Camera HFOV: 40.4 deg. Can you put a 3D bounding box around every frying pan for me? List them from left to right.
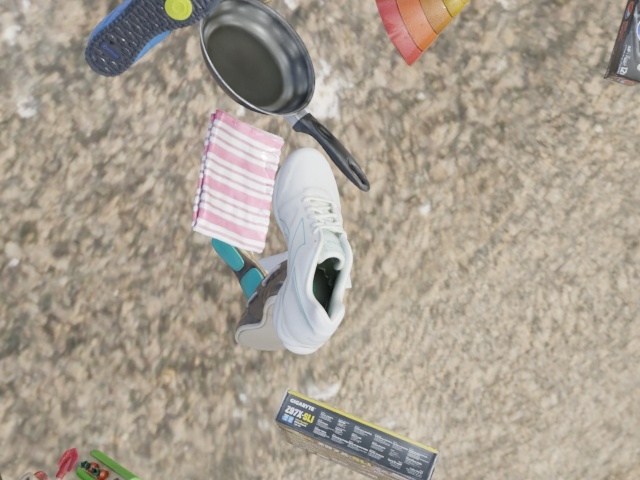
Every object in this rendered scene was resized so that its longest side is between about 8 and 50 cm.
[{"bbox_3d":[-0.043,-0.221,1.247,0.326,0.197,0.053,37,137,-23],"label":"frying pan"}]

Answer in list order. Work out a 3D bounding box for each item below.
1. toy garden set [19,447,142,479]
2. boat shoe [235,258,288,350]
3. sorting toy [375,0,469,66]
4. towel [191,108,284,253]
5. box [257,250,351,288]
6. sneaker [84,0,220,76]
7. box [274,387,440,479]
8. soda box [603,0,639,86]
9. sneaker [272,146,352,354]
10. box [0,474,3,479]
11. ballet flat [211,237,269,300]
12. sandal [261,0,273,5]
[{"bbox_3d":[-0.360,0.356,1.077,0.244,0.204,0.049,-53,127,-21],"label":"toy garden set"},{"bbox_3d":[-0.079,0.127,1.633,0.112,0.335,0.095,19,65,-10],"label":"boat shoe"},{"bbox_3d":[0.158,-0.418,1.324,0.126,0.365,0.127,-22,132,23],"label":"sorting toy"},{"bbox_3d":[-0.127,-0.090,1.355,0.144,0.029,0.197,20,73,-44],"label":"towel"},{"bbox_3d":[-0.040,0.075,1.929,0.171,0.130,0.091,-1,81,-41],"label":"box"},{"bbox_3d":[-0.195,-0.276,1.033,0.209,0.082,0.069,-29,122,24],"label":"sneaker"},{"bbox_3d":[0.075,0.419,1.772,0.322,0.257,0.079,20,69,12],"label":"box"},{"bbox_3d":[0.526,-0.344,1.438,0.053,0.060,0.168,16,93,-1],"label":"soda box"},{"bbox_3d":[0.000,0.000,0.610,0.054,0.061,0.152,7,67,-24],"label":"sneaker"},{"bbox_3d":[-0.222,0.121,0.462,0.052,0.062,0.083,-50,128,-5],"label":"box"},{"bbox_3d":[-0.140,0.058,1.762,0.073,0.067,0.206,-38,80,32],"label":"ballet flat"},{"bbox_3d":[-0.147,-0.372,1.328,0.180,0.049,0.072,7,80,20],"label":"sandal"}]
